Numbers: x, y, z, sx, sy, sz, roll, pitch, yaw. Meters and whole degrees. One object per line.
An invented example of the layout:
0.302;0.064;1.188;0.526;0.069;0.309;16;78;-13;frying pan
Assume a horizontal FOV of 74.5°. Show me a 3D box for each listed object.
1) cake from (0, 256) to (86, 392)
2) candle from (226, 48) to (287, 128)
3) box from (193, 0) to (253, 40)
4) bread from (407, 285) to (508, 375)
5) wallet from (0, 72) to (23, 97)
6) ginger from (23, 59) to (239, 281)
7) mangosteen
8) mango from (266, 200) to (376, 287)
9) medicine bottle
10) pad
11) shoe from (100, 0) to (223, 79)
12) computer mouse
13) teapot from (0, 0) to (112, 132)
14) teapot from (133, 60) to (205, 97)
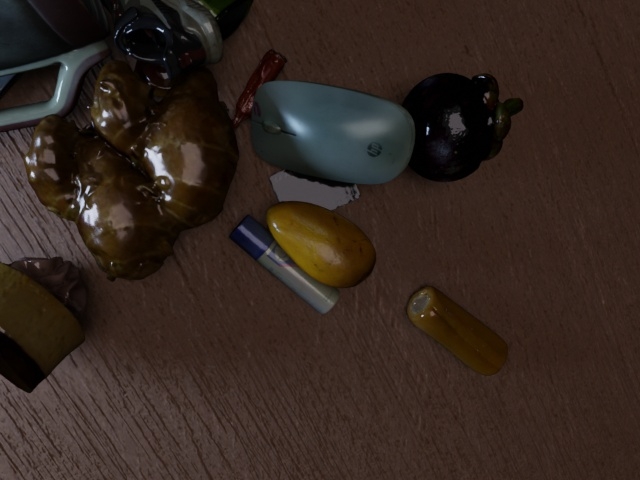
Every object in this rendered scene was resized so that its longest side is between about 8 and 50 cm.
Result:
-0.450;0.110;0.664;0.207;0.185;0.178;38;48;5;cake
-0.122;-0.269;0.755;0.048;0.053;0.162;33;90;-7;candle
-0.277;-0.468;0.672;0.345;0.097;0.134;40;58;-12;box
0.286;0.191;0.871;0.239;0.074;0.093;37;92;-12;bread
-0.603;-0.226;0.667;0.119;0.025;0.232;41;86;-13;wallet
-0.278;-0.124;0.679;0.357;0.152;0.274;-43;105;-4;ginger
0.255;-0.208;0.766;0.230;0.194;0.194;-6;97;10;mangosteen
0.000;0.000;0.757;0.219;0.145;0.112;34;122;-13;mango
-0.065;0.047;0.789;0.231;0.059;0.059;41;86;-13;medicine bottle
-0.010;-0.104;0.817;0.157;0.003;0.112;-25;99;-9;pad
-0.256;-0.318;0.622;0.227;0.099;0.112;29;61;8;shoe
0.016;-0.179;0.721;0.288;0.097;0.160;10;121;2;computer mouse
-0.476;-0.308;0.584;0.312;0.233;0.315;-23;126;-3;teapot
-0.257;-0.294;0.708;0.129;0.078;0.098;-34;101;-7;teapot
